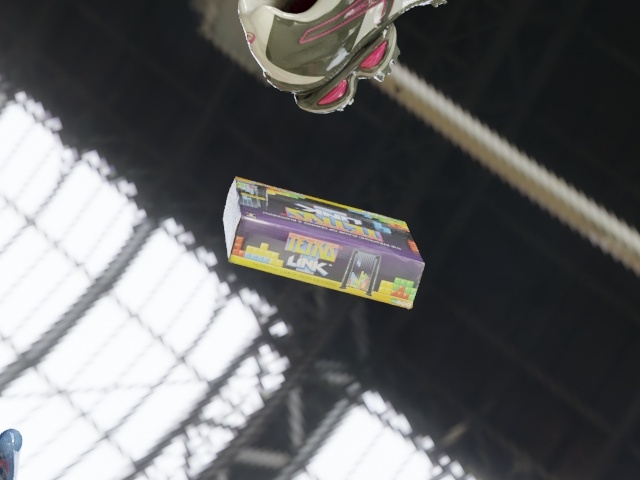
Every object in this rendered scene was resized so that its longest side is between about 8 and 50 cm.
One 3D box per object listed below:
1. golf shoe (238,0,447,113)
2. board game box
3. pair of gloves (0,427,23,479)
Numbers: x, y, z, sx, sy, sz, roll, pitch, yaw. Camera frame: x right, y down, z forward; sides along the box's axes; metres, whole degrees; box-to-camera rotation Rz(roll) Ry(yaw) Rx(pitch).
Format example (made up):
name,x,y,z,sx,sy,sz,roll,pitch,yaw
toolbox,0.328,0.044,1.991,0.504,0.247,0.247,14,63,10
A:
name,x,y,z,sx,sy,sz,roll,pitch,yaw
golf shoe,0.050,-0.226,1.486,0.105,0.273,0.120,31,-11,42
board game box,0.000,0.000,1.743,0.141,0.170,0.048,-111,-143,-74
pair of gloves,-0.115,0.118,0.800,0.198,0.023,0.159,34,-35,14
